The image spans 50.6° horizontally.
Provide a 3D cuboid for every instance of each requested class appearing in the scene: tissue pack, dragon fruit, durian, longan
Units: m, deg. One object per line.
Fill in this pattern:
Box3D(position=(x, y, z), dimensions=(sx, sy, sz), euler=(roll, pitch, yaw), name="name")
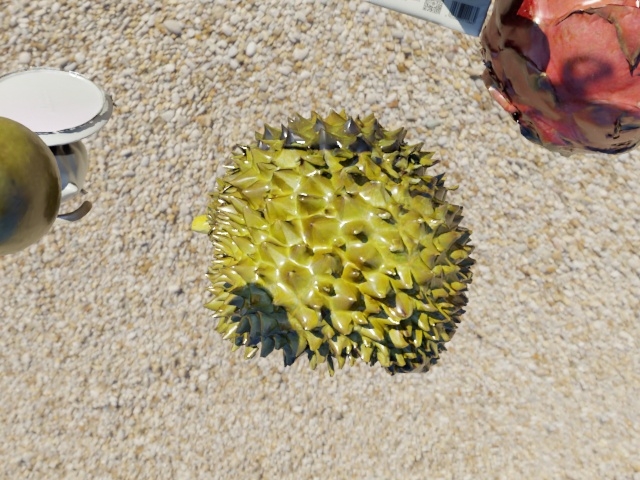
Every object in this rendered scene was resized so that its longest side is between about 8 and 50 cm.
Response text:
Box3D(position=(0.146, -0.332, 0.833), dimensions=(0.149, 0.099, 0.106), euler=(21, 127, 6), name="tissue pack")
Box3D(position=(0.359, -0.263, 0.886), dimensions=(0.296, 0.295, 0.301), euler=(15, 149, -3), name="dragon fruit")
Box3D(position=(0.011, -0.001, 0.627), dimensions=(0.258, 0.293, 0.258), euler=(-4, 101, -22), name="durian")
Box3D(position=(-0.169, -0.023, 0.332), dimensions=(0.083, 0.075, 0.075), euler=(-28, 114, 24), name="longan")

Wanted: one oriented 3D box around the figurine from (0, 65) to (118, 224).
Box3D(position=(-0.279, -0.086, 0.709), dimensions=(0.132, 0.132, 0.153), euler=(12, 133, -1), name="figurine")
